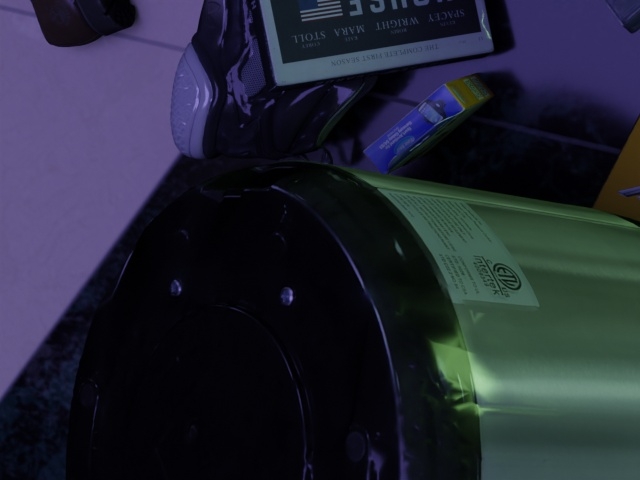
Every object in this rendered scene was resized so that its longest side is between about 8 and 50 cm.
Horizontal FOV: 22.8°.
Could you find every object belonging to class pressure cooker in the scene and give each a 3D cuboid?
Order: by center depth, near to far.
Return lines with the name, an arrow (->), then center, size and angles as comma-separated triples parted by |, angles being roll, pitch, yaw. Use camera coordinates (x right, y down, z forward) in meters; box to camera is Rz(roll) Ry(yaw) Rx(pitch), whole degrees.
pressure cooker -> 0.098, 0.150, 1.010 | 0.375, 0.420, 0.370 | -16, 73, 49

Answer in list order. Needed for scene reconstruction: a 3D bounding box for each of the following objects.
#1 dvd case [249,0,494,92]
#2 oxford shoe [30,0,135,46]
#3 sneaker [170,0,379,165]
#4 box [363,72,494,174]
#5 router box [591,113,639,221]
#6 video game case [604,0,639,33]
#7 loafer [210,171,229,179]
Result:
dvd case -> 0.023, -0.242, 1.193 | 0.179, 0.029, 0.239 | -11, 88, -17
oxford shoe -> -0.241, -0.266, 1.310 | 0.096, 0.083, 0.227 | -19, 91, 24
sneaker -> -0.020, -0.182, 1.246 | 0.153, 0.101, 0.269 | 15, 103, 10
box -> 0.082, -0.088, 1.201 | 0.081, 0.136, 0.028 | -39, 85, 19
router box -> 0.348, 0.009, 1.115 | 0.308, 0.081, 0.243 | 30, 128, 12
video game case -> 0.223, -0.306, 1.120 | 0.196, 0.026, 0.274 | -40, 59, 19
loafer -> 0.000, 0.000, 1.272 | 0.223, 0.078, 0.076 | 22, 104, 14
